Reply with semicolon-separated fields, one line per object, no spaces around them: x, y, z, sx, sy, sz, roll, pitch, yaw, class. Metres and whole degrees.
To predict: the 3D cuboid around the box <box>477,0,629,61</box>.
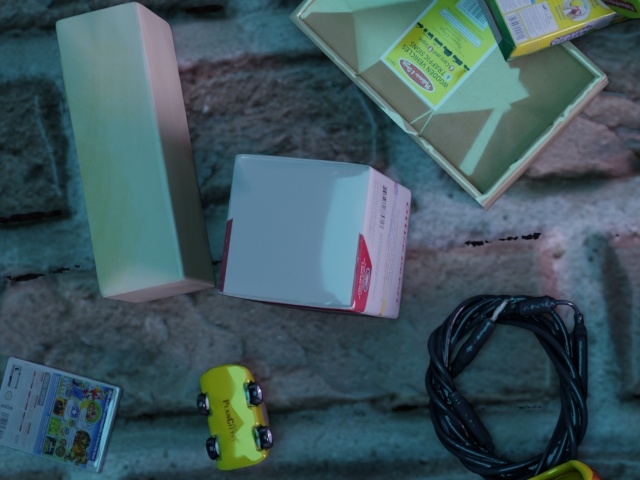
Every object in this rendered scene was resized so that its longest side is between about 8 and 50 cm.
0.231;-0.241;1.457;0.179;0.043;0.105;-20;79;-13;box

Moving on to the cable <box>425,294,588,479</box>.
0.169;0.140;1.455;0.150;0.047;0.185;0;82;13;cable

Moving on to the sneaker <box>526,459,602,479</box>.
0.165;0.245;1.401;0.175;0.067;0.064;-37;52;4;sneaker

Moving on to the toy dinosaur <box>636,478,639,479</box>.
0.263;0.268;1.417;0.268;0.064;0.118;-16;64;14;toy dinosaur

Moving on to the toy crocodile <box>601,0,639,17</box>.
0.333;-0.208;1.403;0.340;0.105;0.115;41;81;-8;toy crocodile

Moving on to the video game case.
-0.262;0.172;1.576;0.122;0.011;0.087;14;87;14;video game case

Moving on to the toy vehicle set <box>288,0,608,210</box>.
0.118;-0.180;1.506;0.166;0.035;0.267;-46;77;6;toy vehicle set

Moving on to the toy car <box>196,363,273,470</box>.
-0.042;0.256;1.494;0.225;0.053;0.239;20;90;14;toy car

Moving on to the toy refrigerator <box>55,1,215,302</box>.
-0.180;-0.080;1.534;0.094;0.102;0.270;-12;83;12;toy refrigerator

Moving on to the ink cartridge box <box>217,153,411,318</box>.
0.000;0.000;1.446;0.127;0.176;0.128;5;85;16;ink cartridge box
